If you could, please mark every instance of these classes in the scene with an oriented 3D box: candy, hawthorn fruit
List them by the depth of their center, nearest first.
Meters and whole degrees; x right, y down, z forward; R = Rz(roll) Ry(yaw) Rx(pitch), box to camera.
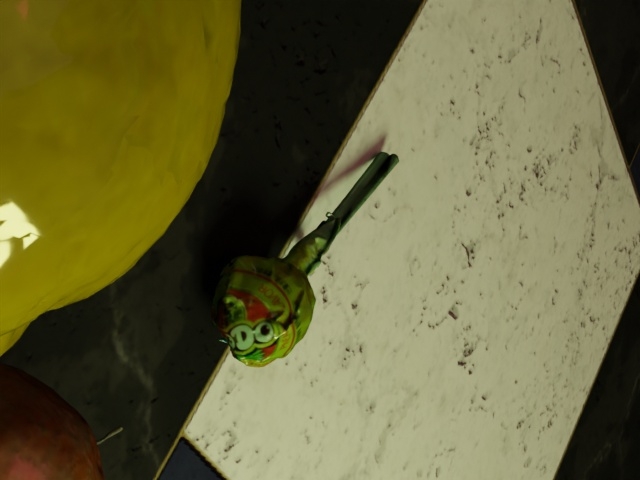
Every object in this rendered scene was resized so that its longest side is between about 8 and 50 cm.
[{"bbox_3d":[-0.184,0.141,0.680,0.189,0.149,0.149,89,21,-75],"label":"hawthorn fruit"},{"bbox_3d":[-0.002,0.001,0.966,0.262,0.073,0.077,-51,156,-46],"label":"candy"}]

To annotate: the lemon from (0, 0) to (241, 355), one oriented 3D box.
[{"bbox_3d":[-0.188,-0.105,0.421,0.348,0.348,0.348,-21,116,-52],"label":"lemon"}]
